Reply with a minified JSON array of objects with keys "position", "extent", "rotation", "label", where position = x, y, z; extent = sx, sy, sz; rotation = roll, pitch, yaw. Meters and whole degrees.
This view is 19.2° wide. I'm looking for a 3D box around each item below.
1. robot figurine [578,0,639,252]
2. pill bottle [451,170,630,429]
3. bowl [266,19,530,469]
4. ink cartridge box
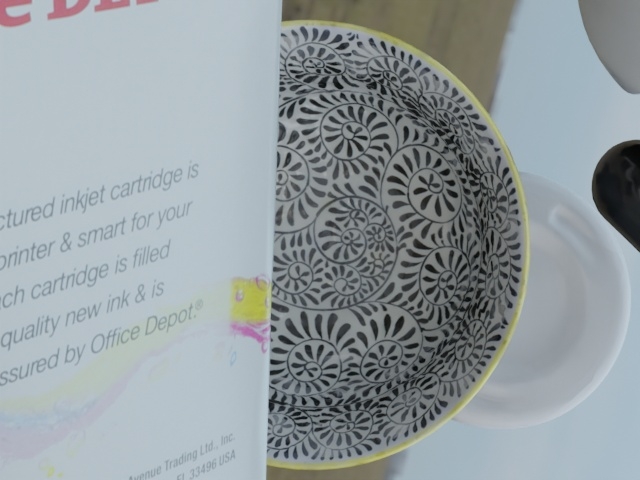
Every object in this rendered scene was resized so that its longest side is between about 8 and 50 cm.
[{"position":[0.228,-0.071,0.729],"extent":[0.209,0.278,0.173],"rotation":[-53,-174,-28],"label":"robot figurine"},{"position":[0.089,0.036,1.210],"extent":[0.272,0.152,0.152],"rotation":[173,-67,-83],"label":"pill bottle"},{"position":[0.000,0.000,0.751],"extent":[0.080,0.170,0.170],"rotation":[-19,125,-81],"label":"bowl"},{"position":[-0.091,0.017,0.420],"extent":[0.154,0.093,0.212],"rotation":[-18,119,-46],"label":"ink cartridge box"}]
